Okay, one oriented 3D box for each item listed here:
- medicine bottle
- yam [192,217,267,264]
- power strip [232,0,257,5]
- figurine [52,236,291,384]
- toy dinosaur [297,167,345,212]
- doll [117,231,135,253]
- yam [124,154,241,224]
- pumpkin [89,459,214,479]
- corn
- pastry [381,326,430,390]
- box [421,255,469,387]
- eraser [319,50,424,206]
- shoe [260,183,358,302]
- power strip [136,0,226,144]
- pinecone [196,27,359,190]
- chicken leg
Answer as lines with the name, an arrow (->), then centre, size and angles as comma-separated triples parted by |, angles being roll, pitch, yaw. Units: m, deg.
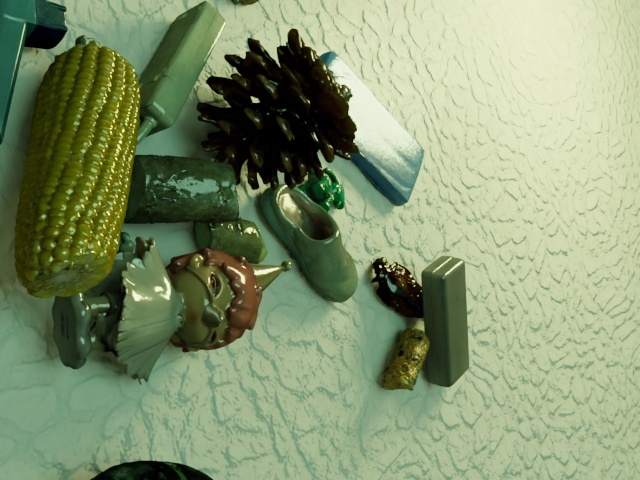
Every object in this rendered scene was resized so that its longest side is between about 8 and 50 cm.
medicine bottle -> -0.415, -0.212, 1.081 | 0.124, 0.079, 0.258 | 25, 63, -39
yam -> -0.137, -0.005, 1.321 | 0.146, 0.069, 0.070 | 15, 69, -42
power strip -> -0.076, -0.506, 1.536 | 0.064, 0.044, 0.305 | 58, 46, -19
figurine -> -0.183, 0.093, 1.180 | 0.387, 0.166, 0.207 | -6, 102, -43
toy dinosaur -> 0.002, -0.101, 1.507 | 0.096, 0.059, 0.132 | -52, 125, -50
doll -> -0.306, -0.014, 1.164 | 0.076, 0.050, 0.083 | -15, 92, -28
yam -> -0.198, -0.072, 1.209 | 0.183, 0.107, 0.107 | 1, 78, -25
pumpkin -> -0.203, 0.425, 1.019 | 0.315, 0.238, 0.315 | 17, 64, -38
corn -> -0.306, -0.098, 1.075 | 0.144, 0.144, 0.387 | 27, 45, -39
pastry -> 0.163, 0.222, 1.564 | 0.056, 0.080, 0.140 | 40, 53, -17
box -> 0.243, 0.157, 1.623 | 0.103, 0.055, 0.244 | -31, 123, -48
eraser -> 0.087, -0.214, 1.626 | 0.312, 0.042, 0.144 | 43, 52, -30
shoe -> 0.000, 0.000, 1.440 | 0.251, 0.100, 0.103 | 50, 48, -22
power strip -> -0.232, -0.242, 1.268 | 0.053, 0.093, 0.288 | 43, 52, -33
pinecone -> -0.075, -0.195, 1.316 | 0.264, 0.264, 0.264 | 14, 69, -43
chicken leg -> 0.186, 0.100, 1.644 | 0.253, 0.051, 0.106 | 18, 62, -45
